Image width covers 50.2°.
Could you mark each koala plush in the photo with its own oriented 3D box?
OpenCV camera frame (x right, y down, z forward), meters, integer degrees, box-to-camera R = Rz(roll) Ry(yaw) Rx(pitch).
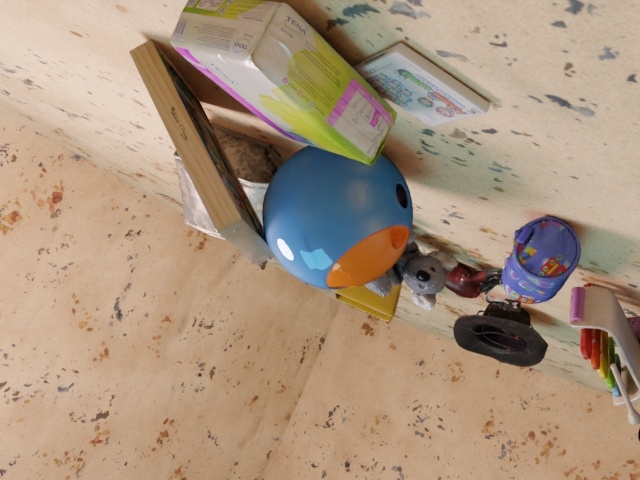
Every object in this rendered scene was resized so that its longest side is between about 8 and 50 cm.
[{"bbox_3d":[0.243,0.071,1.829,0.221,0.196,0.203,24,-178,-2],"label":"koala plush"}]

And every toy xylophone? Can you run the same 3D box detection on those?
[{"bbox_3d":[0.642,0.254,1.512,0.081,0.236,0.323,-15,118,34],"label":"toy xylophone"}]

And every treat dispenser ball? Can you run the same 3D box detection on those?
[{"bbox_3d":[0.033,-0.050,1.306,0.288,0.288,0.288,24,171,4],"label":"treat dispenser ball"}]

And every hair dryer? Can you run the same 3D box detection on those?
[{"bbox_3d":[0.424,0.095,1.887,0.293,0.080,0.223,14,152,23],"label":"hair dryer"}]

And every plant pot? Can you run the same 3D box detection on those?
[{"bbox_3d":[0.183,0.146,2.341,0.212,0.187,0.212,23,171,7],"label":"plant pot"}]

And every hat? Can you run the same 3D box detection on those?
[{"bbox_3d":[0.591,0.278,2.220,0.331,0.134,0.331,17,152,9],"label":"hat"}]

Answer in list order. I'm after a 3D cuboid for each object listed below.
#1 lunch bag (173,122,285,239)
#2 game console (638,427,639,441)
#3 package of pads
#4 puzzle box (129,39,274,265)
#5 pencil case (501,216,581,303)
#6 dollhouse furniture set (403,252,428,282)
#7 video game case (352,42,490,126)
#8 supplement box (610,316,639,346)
[{"bbox_3d":[-0.183,-0.117,1.630,0.287,0.169,0.235,22,140,19],"label":"lunch bag"},{"bbox_3d":[0.709,0.266,1.344,0.250,0.293,0.173,32,167,-39],"label":"game console"},{"bbox_3d":[-0.047,-0.232,1.003,0.229,0.101,0.296,26,175,45],"label":"package of pads"},{"bbox_3d":[-0.220,-0.159,1.328,0.409,0.052,0.272,62,-179,17],"label":"puzzle box"},{"bbox_3d":[0.431,0.047,1.364,0.133,0.119,0.306,30,173,17],"label":"pencil case"},{"bbox_3d":[0.235,0.059,1.981,0.182,0.101,0.161,17,168,38],"label":"dollhouse furniture set"},{"bbox_3d":[0.136,-0.213,0.958,0.157,0.019,0.143,28,171,-21],"label":"video game case"},{"bbox_3d":[0.807,0.238,1.630,0.130,0.073,0.239,24,170,4],"label":"supplement box"}]
